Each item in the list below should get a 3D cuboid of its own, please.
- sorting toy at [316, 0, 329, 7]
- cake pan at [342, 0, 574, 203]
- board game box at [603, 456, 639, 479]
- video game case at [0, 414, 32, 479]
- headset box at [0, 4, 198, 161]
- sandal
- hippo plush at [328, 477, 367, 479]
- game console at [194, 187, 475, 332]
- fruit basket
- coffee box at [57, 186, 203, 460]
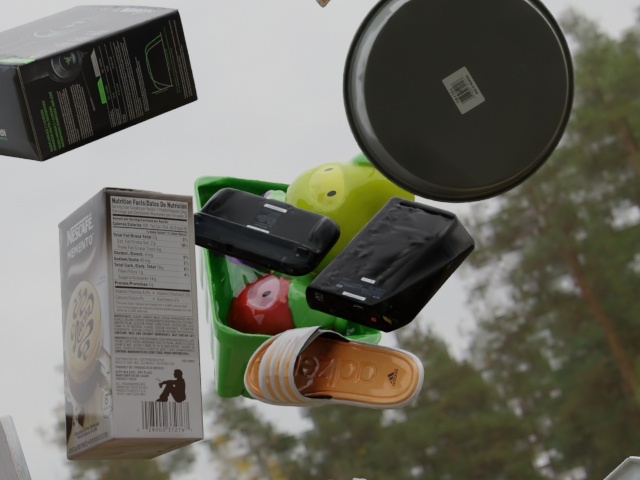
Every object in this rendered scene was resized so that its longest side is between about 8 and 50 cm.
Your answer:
[{"bbox_3d":[0.013,-0.356,2.065,0.083,0.075,0.045,-39,-6,-33],"label":"sorting toy"},{"bbox_3d":[0.174,-0.189,1.964,0.293,0.293,0.054,-17,8,-2],"label":"cake pan"},{"bbox_3d":[0.178,0.393,0.928,0.390,0.390,0.050,-48,-32,23],"label":"board game box"},{"bbox_3d":[-0.365,0.313,1.950,0.025,0.204,0.285,-18,-3,-10],"label":"video game case"},{"bbox_3d":[-0.353,-0.210,2.110,0.283,0.131,0.246,-27,24,-37],"label":"headset box"},{"bbox_3d":[0.003,0.150,1.962,0.265,0.102,0.076,-1,-21,37],"label":"sandal"},{"bbox_3d":[0.161,0.375,1.612,0.294,0.237,0.234,9,-11,-15],"label":"hippo plush"},{"bbox_3d":[0.000,0.000,2.037,0.213,0.361,0.044,-45,-39,-40],"label":"game console"},{"bbox_3d":[-0.030,0.010,2.331,0.282,0.392,0.392,6,-27,-16],"label":"fruit basket"},{"bbox_3d":[-0.229,0.103,1.906,0.118,0.297,0.168,4,-18,-28],"label":"coffee box"}]
